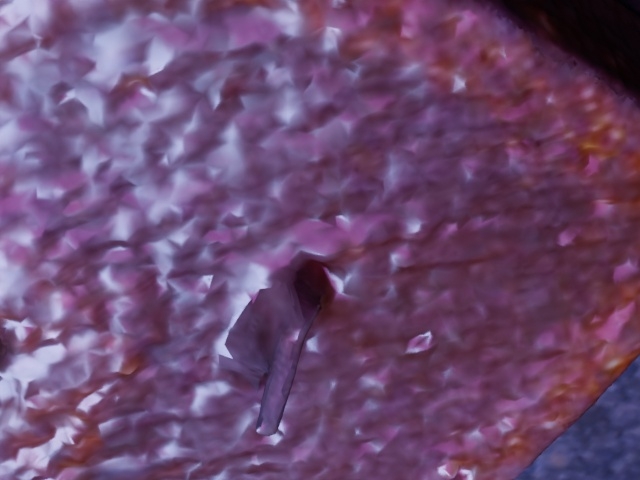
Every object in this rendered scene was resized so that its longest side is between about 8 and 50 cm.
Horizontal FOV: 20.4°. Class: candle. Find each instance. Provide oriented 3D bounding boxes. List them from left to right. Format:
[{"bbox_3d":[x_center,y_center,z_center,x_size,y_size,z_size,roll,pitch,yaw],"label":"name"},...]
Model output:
[{"bbox_3d":[0.000,0.000,0.604,0.287,0.131,0.317,-7,126,-3],"label":"candle"}]
